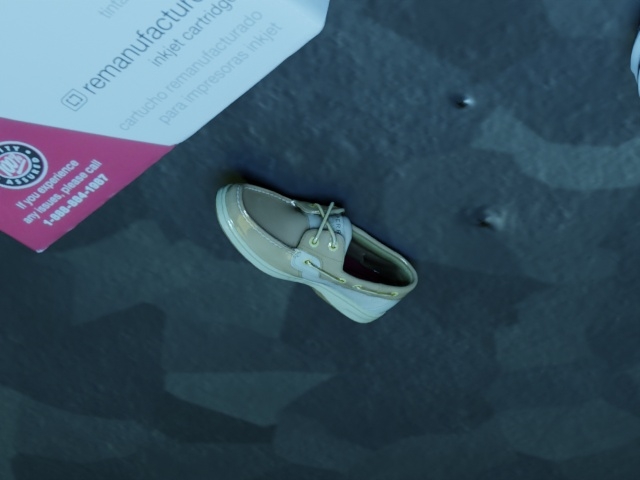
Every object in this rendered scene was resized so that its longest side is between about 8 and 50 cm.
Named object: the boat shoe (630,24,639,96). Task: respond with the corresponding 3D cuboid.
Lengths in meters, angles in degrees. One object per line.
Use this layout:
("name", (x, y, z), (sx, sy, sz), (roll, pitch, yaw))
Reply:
("boat shoe", (0.288, -0.005, 0.833), (0.335, 0.119, 0.121), (23, 139, -17))

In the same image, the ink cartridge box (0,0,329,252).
("ink cartridge box", (-0.172, -0.155, 0.728), (0.306, 0.131, 0.226), (31, 136, -27))

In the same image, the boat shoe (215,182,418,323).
("boat shoe", (0.000, 0.000, 0.954), (0.045, 0.050, 0.135), (-29, 138, 33))
